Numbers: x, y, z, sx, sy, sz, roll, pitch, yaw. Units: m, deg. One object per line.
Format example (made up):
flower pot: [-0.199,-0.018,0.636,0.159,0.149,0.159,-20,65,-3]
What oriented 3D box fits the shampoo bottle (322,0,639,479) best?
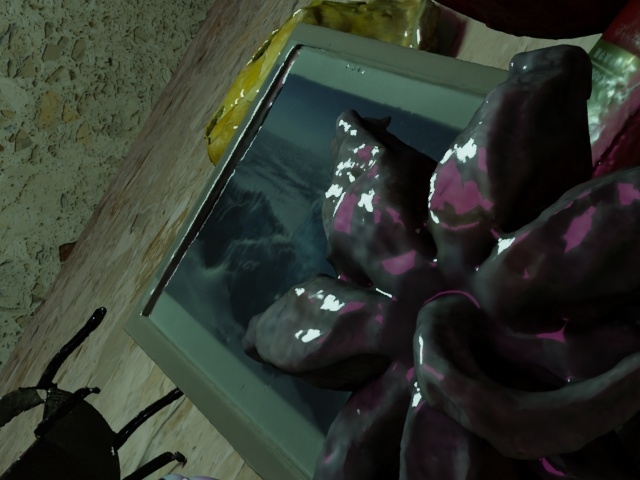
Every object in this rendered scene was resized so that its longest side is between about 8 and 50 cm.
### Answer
shampoo bottle: [0.117,0.011,0.703,0.314,0.076,0.118,-54,31,10]

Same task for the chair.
chair: [-0.239,0.202,1.245,0.213,0.174,0.149,-42,22,9]

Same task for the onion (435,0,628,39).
onion: [0.162,-0.243,0.789,0.276,0.276,0.276,-50,17,22]

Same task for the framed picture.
framed picture: [0.000,0.000,0.969,0.326,0.028,0.446,-60,28,0]

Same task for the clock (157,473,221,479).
clock: [-0.116,0.269,0.881,0.227,0.090,0.248,-58,14,-6]

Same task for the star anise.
star anise: [0.078,0.016,0.584,0.316,0.139,0.359,-3,79,34]

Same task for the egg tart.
egg tart: [-0.016,-0.134,1.292,0.341,0.129,0.341,-50,16,20]
